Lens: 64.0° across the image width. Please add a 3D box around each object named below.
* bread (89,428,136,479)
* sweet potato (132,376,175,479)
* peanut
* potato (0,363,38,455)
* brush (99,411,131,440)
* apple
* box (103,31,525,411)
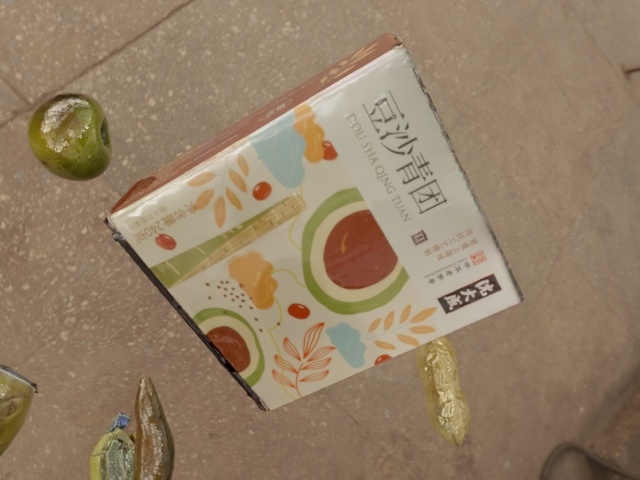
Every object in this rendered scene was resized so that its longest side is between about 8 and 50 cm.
[{"bbox_3d":[-0.460,0.511,1.168,0.117,0.064,0.156,-4,76,-40],"label":"bread"},{"bbox_3d":[-0.293,0.365,0.903,0.077,0.077,0.244,3,89,-30],"label":"sweet potato"},{"bbox_3d":[0.278,0.334,1.174,0.117,0.101,0.263,33,41,-45],"label":"peanut"},{"bbox_3d":[-0.779,0.388,1.119,0.246,0.300,0.196,12,51,-13],"label":"potato"},{"bbox_3d":[-0.506,0.472,1.253,0.033,0.178,0.030,23,39,-23],"label":"brush"},{"bbox_3d":[-0.558,-0.230,1.150,0.156,0.196,0.197,-6,80,-3],"label":"apple"},{"bbox_3d":[0.000,0.000,0.650,0.345,0.385,0.122,57,15,-23],"label":"box"}]
